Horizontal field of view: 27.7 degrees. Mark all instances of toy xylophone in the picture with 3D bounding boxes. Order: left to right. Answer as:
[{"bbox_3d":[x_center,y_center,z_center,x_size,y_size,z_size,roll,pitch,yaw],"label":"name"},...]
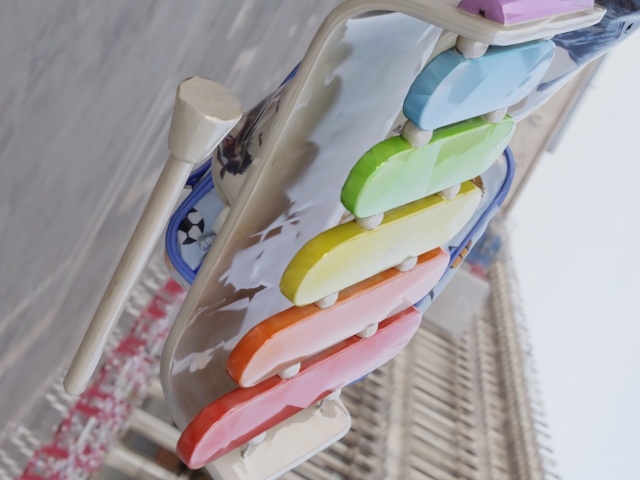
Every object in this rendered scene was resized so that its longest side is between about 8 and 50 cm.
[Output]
[{"bbox_3d":[0.000,0.000,0.645,0.236,0.081,0.323,-28,151,-44],"label":"toy xylophone"}]

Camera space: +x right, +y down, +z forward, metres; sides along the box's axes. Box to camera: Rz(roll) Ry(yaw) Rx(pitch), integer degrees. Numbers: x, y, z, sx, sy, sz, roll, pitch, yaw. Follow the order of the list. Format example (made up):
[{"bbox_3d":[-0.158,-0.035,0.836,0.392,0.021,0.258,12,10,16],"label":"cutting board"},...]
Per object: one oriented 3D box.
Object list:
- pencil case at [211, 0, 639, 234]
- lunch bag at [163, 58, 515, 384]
[{"bbox_3d":[0.086,-0.126,0.945,0.410,0.160,0.183,-39,172,38],"label":"pencil case"},{"bbox_3d":[0.007,-0.027,1.173,0.303,0.243,0.115,-50,-178,-12],"label":"lunch bag"}]
